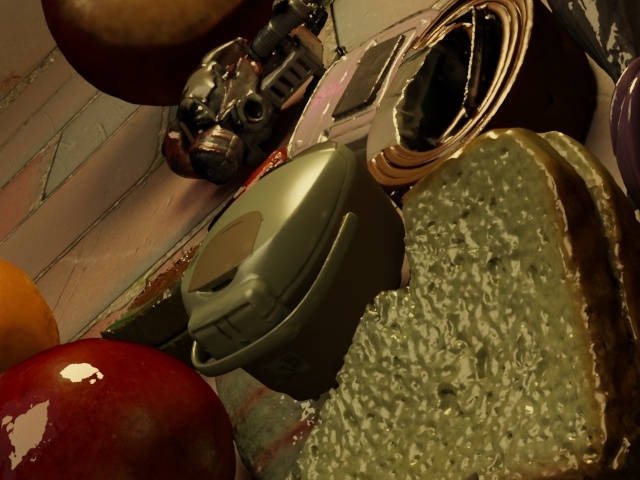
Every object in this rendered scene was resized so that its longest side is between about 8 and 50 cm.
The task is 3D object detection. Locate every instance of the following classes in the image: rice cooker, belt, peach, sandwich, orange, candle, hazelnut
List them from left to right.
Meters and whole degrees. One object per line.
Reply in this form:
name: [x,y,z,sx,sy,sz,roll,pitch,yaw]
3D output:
orange: [-0.424,0.131,1.616,0.246,0.246,0.246,-40,23,20]
peach: [-0.179,0.190,1.067,0.199,0.243,0.243,19,63,27]
hazelnut: [-0.197,-0.381,1.944,0.409,0.359,0.359,-42,21,-6]
sandwich: [-0.121,0.047,1.403,0.235,0.079,0.159,-27,30,44]
candle: [-0.059,-0.053,1.522,0.053,0.048,0.162,31,77,33]
rice cooker: [-0.016,0.020,1.009,0.145,0.127,0.206,-29,31,38]
sandwich: [0.079,0.084,0.857,0.288,0.099,0.254,-34,49,32]
belt: [0.129,-0.105,1.161,0.184,0.105,0.261,-32,29,31]

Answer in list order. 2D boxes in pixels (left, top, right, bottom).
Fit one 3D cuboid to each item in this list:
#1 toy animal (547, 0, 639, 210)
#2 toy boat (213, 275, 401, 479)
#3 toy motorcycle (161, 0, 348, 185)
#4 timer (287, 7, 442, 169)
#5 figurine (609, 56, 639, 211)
toy animal: [0.237,-0.191,1.070,0.205,0.081,0.367,-22,55,-7]
toy boat: [-0.018,0.111,1.120,0.206,0.096,0.282,-30,40,30]
toy motorcycle: [-0.060,-0.192,1.629,0.401,0.134,0.207,-39,23,26]
timer: [0.058,-0.141,1.405,0.190,0.069,0.208,-22,32,44]
figurine: [0.255,-0.050,0.842,0.157,0.126,0.114,10,92,25]
